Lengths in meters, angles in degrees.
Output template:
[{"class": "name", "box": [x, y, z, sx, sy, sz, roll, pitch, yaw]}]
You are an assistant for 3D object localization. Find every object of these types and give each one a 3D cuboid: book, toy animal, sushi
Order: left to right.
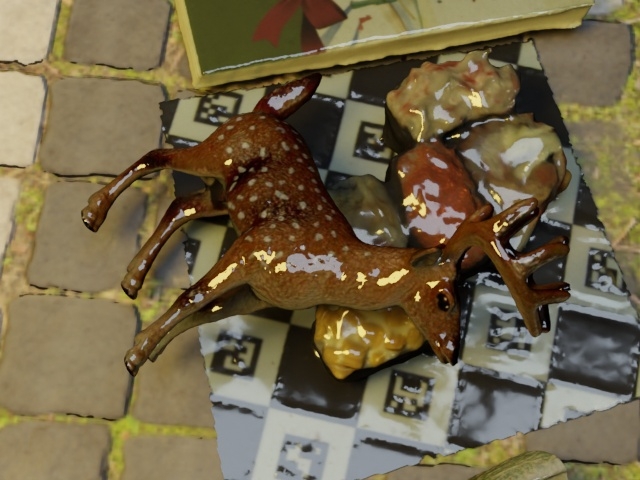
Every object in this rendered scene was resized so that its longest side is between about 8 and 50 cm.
[{"class": "toy animal", "box": [-0.005, -0.008, 0.754, 0.260, 0.087, 0.243, -28, 60, 3]}, {"class": "book", "box": [0.031, -0.217, 0.926, 0.289, 0.026, 0.201, -12, 63, -7]}, {"class": "sushi", "box": [0.050, -0.003, 0.822, 0.292, 0.059, 0.294, -13, 69, -7]}]

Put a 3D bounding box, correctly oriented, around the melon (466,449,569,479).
[{"class": "melon", "box": [0.078, 0.202, 0.750, 0.182, 0.054, 0.098, -22, 85, -11]}]
